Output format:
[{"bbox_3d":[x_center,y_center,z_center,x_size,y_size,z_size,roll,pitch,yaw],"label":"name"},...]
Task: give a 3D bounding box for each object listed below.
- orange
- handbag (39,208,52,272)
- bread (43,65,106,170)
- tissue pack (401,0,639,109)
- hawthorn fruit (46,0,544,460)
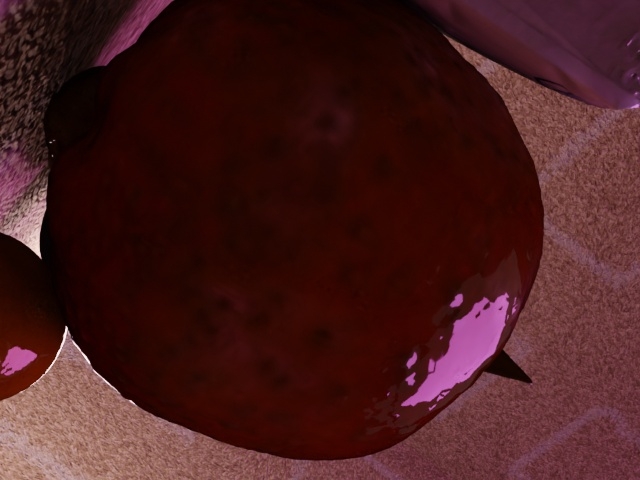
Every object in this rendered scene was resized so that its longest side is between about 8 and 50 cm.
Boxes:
[{"bbox_3d":[-0.275,0.055,0.589,0.159,0.159,0.136,-152,-116,-79],"label":"orange"},{"bbox_3d":[-0.263,-0.073,1.036,0.308,0.093,0.254,-49,-138,9],"label":"handbag"},{"bbox_3d":[-0.242,-0.103,0.823,0.124,0.084,0.344,-40,-171,-16],"label":"bread"},{"bbox_3d":[0.127,-0.294,0.675,0.205,0.332,0.405,-59,-172,17],"label":"tissue pack"},{"bbox_3d":[0.000,0.000,0.624,0.403,0.403,0.403,-48,-169,13],"label":"hawthorn fruit"}]
